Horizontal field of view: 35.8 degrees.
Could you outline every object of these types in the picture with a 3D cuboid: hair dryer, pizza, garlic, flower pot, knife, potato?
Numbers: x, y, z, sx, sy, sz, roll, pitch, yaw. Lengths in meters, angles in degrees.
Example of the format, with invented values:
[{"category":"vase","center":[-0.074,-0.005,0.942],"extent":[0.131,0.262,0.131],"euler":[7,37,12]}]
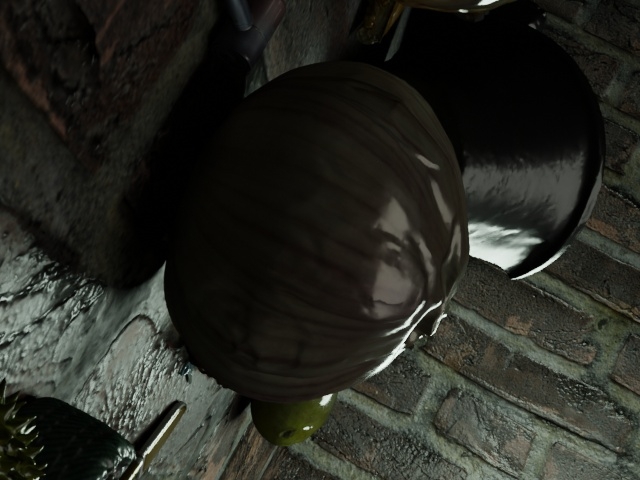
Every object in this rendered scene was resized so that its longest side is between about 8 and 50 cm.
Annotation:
[{"category":"hair dryer","center":[-0.060,-0.181,0.739],"extent":[0.063,0.037,0.114],"euler":[-61,164,-16]},{"category":"pizza","center":[0.091,-0.310,1.155],"extent":[0.178,0.041,0.131],"euler":[-61,173,-4]},{"category":"garlic","center":[0.000,0.000,0.884],"extent":[0.317,0.259,0.317],"euler":[-57,165,-25]},{"category":"flower pot","center":[0.147,-0.121,1.286],"extent":[0.251,0.379,0.379],"euler":[-8,129,-51]},{"category":"knife","center":[-0.215,0.262,1.179],"extent":[0.256,0.022,0.046],"euler":[-55,163,-59]},{"category":"potato","center":[-0.043,0.261,1.756],"extent":[0.197,0.148,0.228],"euler":[-78,-172,-68]}]

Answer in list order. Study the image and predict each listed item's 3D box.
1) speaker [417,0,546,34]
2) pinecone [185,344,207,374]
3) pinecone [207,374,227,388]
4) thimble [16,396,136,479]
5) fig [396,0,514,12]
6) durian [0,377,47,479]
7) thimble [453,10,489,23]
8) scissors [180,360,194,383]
[{"category":"speaker","center":[0.188,-0.220,1.555],"extent":[0.184,0.180,0.388],"euler":[-50,166,-33]},{"category":"pinecone","center":[-0.122,0.120,1.150],"extent":[0.077,0.077,0.083],"euler":[-60,-163,-13]},{"category":"pinecone","center":[-0.096,0.131,1.254],"extent":[0.102,0.102,0.110],"euler":[-26,132,-75]},{"category":"thimble","center":[-0.215,0.191,0.774],"extent":[0.119,0.090,0.135],"euler":[-61,173,7]},{"category":"fig","center":[0.183,-0.277,0.797],"extent":[0.286,0.368,0.286],"euler":[-55,179,-2]},{"category":"durian","center":[-0.212,0.147,0.482],"extent":[0.198,0.146,0.159],"euler":[-56,171,-16]},{"category":"thimble","center":[0.193,-0.375,1.289],"extent":[0.151,0.117,0.127],"euler":[-60,174,-28]},{"category":"scissors","center":[-0.163,0.165,1.236],"extent":[0.036,0.006,0.083],"euler":[-55,169,-28]}]
